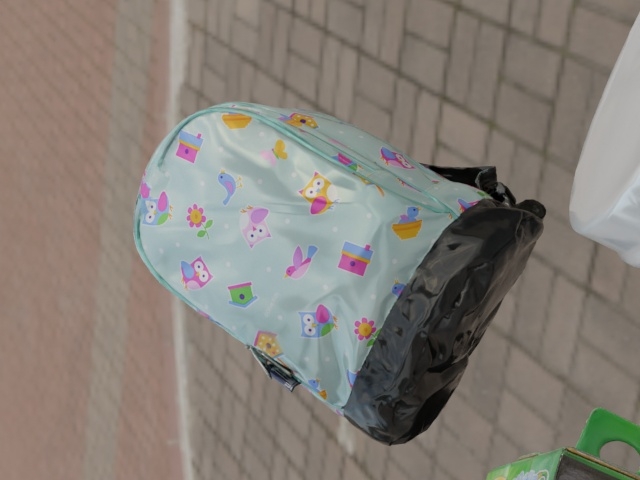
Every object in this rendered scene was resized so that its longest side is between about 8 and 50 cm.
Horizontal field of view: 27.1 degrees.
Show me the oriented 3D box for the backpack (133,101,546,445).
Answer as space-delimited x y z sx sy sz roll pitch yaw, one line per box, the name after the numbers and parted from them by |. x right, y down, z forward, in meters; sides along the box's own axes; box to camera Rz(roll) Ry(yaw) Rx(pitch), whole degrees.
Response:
0.000 0.000 0.666 0.182 0.115 0.152 33 98 18 | backpack

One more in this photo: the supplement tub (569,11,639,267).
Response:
0.304 -0.028 0.581 0.241 0.331 0.241 -156 90 -89 | supplement tub

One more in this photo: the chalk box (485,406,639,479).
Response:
0.177 0.223 0.899 0.213 0.132 0.132 -67 8 -21 | chalk box
